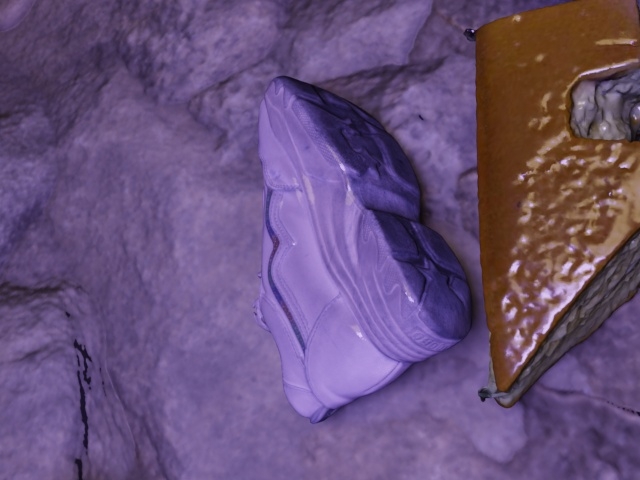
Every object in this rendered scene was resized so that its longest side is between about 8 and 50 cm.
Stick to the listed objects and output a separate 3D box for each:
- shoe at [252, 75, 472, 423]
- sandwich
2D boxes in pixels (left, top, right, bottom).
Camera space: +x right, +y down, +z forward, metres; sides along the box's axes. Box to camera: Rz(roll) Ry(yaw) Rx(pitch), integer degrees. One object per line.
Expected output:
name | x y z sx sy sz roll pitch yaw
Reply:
shoe | 0.000 0.000 0.646 0.137 0.095 0.245 -44 51 25
sandwich | 0.152 -0.021 0.577 0.128 0.122 0.236 -6 71 23
